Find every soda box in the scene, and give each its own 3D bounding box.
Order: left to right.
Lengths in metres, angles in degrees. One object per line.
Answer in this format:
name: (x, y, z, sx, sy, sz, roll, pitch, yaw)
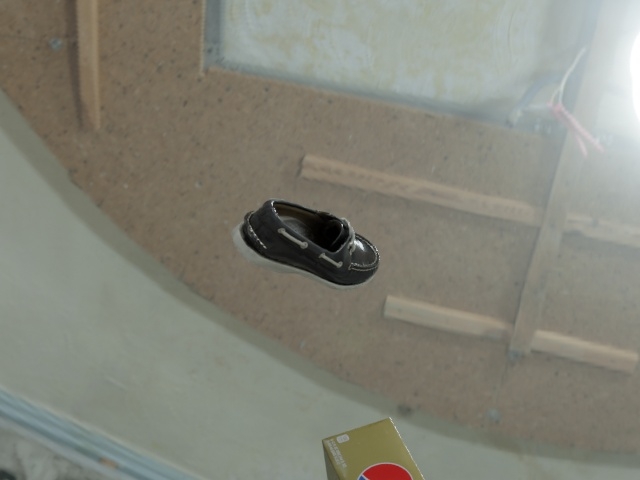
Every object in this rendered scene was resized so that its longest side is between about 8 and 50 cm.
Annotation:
soda box: (0.058, 0.211, 0.722, 0.058, 0.181, 0.061, -16, -55, -12)

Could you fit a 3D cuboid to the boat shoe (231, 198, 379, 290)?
boat shoe: (0.000, 0.000, 0.661, 0.125, 0.046, 0.038, 16, -49, -43)
